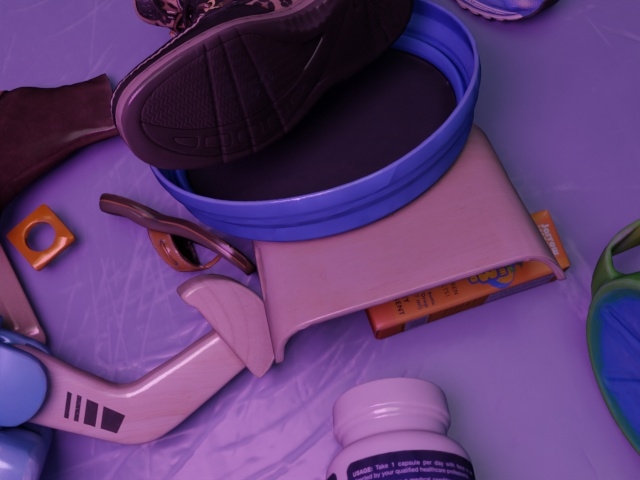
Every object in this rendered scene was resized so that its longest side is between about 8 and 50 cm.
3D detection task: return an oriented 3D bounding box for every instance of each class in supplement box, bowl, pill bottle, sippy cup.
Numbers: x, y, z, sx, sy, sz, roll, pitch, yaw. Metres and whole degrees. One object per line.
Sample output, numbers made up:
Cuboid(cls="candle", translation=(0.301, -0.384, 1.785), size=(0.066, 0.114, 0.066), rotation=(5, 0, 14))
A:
Cuboid(cls="supplement box", translation=(0.161, 0.040, 0.886), size=(0.233, 0.080, 0.078), rotation=(-18, 74, -3))
Cuboid(cls="bowl", translation=(-0.011, -0.153, 0.883), size=(0.391, 0.077, 0.391), rotation=(-10, 44, 10))
Cuboid(cls="pill bottle", translation=(0.084, 0.280, 0.749), size=(0.153, 0.153, 0.265), rotation=(-7, 53, 3))
Cuboid(cls="sippy cup", translation=(0.432, 0.113, 0.773), size=(0.224, 0.240, 0.305), rotation=(-18, 94, -11))

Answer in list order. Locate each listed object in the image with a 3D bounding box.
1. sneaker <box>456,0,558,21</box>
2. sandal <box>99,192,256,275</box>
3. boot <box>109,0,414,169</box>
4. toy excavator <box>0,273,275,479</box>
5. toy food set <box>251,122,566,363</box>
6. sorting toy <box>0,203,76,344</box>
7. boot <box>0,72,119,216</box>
Cuboid(cls="sneaker", translation=(0.193, -0.424, 0.996), size=(0.130, 0.147, 0.330), rotation=(-36, 73, -6))
Cuboid(cls="sandal", translation=(-0.178, 0.003, 0.923), size=(0.219, 0.090, 0.060), rotation=(22, 84, 11))
Cuboid(cls="boot", translation=(-0.116, -0.234, 0.845), size=(0.377, 0.138, 0.284), rotation=(-39, 48, -24))
Cuboid(cls="toy excavator", translation=(-0.319, 0.181, 0.825), size=(0.445, 0.222, 0.433), rotation=(25, 87, -16))
Cuboid(cls="toy food set", translation=(0.076, 0.001, 0.831), size=(0.306, 0.092, 0.220), rotation=(-18, 46, 3))
Cuboid(cls="sorting toy", translation=(-0.449, 0.090, 0.942), size=(0.347, 0.047, 0.196), rotation=(-31, 77, -5))
Cuboid(cls="boot", translation=(-0.349, -0.116, 0.946), size=(0.207, 0.090, 0.248), rotation=(-16, 48, -4))
